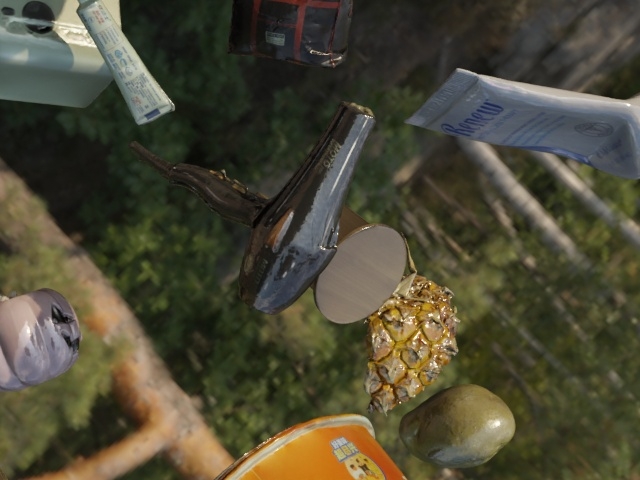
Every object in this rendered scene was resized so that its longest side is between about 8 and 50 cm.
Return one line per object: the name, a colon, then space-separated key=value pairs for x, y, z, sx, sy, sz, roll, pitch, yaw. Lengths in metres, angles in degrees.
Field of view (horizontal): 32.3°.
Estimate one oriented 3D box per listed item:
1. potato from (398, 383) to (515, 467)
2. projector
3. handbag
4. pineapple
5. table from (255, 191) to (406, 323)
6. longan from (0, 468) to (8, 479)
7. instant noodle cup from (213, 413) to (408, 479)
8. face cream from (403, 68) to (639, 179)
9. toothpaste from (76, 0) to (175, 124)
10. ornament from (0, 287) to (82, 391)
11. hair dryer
potato: x=0.261 y=0.359 z=2.138 sx=0.235 sy=0.160 sz=0.178 roll=-16 pitch=164 yaw=28
projector: x=-0.534 y=-0.402 z=2.074 sx=0.249 sy=0.249 sz=0.248 roll=2 pitch=164 yaw=-33
handbag: x=-0.051 y=-0.397 z=1.919 sx=0.155 sy=0.215 sz=0.169 roll=-56 pitch=154 yaw=-63
pineapple: x=0.182 y=0.161 z=2.134 sx=0.161 sy=0.158 sz=0.335 roll=2 pitch=-131 yaw=33
table: x=0.000 y=0.000 z=1.714 sx=0.167 sy=0.226 sz=0.167 roll=-21 pitch=129 yaw=-28
longan: x=-0.632 y=0.458 z=1.919 sx=0.196 sy=0.220 sz=0.196 roll=-21 pitch=-164 yaw=6
instant noodle cup: x=0.009 y=0.325 z=0.959 sx=0.296 sy=0.214 sz=0.296 roll=-33 pitch=147 yaw=-25
face cream: x=0.363 y=-0.188 z=1.708 sx=0.235 sy=0.420 sz=0.137 roll=142 pitch=-45 yaw=-72
toothpaste: x=-0.351 y=-0.324 z=1.929 sx=0.069 sy=0.268 sz=0.047 roll=-38 pitch=-154 yaw=-17
ornament: x=-0.467 y=0.146 z=1.728 sx=0.177 sy=0.177 sz=0.177 roll=-45 pitch=176 yaw=-4
hair dryer: x=-0.116 y=-0.095 z=1.515 sx=0.304 sy=0.359 sz=0.120 roll=-66 pitch=159 yaw=7
